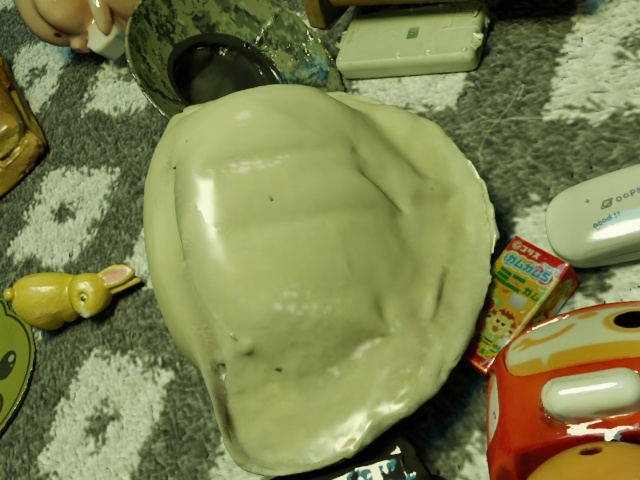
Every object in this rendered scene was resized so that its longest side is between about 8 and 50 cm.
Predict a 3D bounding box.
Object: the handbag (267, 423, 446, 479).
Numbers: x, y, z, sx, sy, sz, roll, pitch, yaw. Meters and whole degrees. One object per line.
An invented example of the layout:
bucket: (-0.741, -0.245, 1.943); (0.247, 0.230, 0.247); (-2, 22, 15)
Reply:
handbag: (0.010, 0.305, 0.590); (0.257, 0.113, 0.285); (-29, 44, 7)

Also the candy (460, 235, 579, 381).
candy: (0.164, 0.062, 0.687); (0.062, 0.038, 0.122); (35, 84, 41)

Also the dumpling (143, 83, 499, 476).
dumpling: (0.000, 0.000, 0.704); (0.316, 0.233, 0.395); (-12, 59, 7)

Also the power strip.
power strip: (0.105, -0.233, 0.906); (0.192, 0.035, 0.081); (3, 64, 33)

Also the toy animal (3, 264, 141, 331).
toy animal: (-0.297, 0.064, 0.955); (0.159, 0.083, 0.070); (-10, 65, 16)

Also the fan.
fan: (-0.467, 0.224, 1.004); (0.230, 0.011, 0.335); (-6, 60, 29)

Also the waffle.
waffle: (-0.579, -0.179, 1.266); (0.224, 0.098, 0.327); (-41, 50, 2)

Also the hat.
hat: (-0.115, -0.175, 0.935); (0.128, 0.266, 0.265); (-46, 36, 51)

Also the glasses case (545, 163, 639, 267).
glasses case: (0.289, -0.030, 0.657); (0.197, 0.049, 0.076); (-15, 55, 24)

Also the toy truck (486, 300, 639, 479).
toy truck: (0.188, 0.143, 0.490); (0.189, 0.239, 0.264); (-15, 55, 24)

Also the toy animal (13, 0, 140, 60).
toy animal: (-0.336, -0.380, 1.188); (0.256, 0.195, 0.212); (-32, 75, 14)

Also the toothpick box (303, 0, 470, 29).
toothpick box: (0.138, -0.355, 0.849); (0.308, 0.190, 0.187); (8, 47, 28)
